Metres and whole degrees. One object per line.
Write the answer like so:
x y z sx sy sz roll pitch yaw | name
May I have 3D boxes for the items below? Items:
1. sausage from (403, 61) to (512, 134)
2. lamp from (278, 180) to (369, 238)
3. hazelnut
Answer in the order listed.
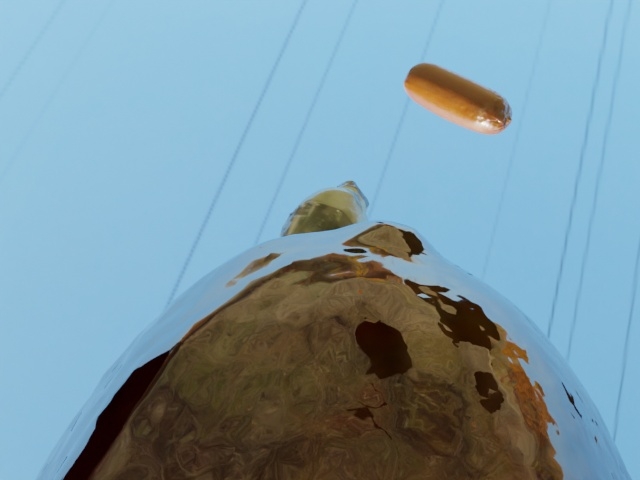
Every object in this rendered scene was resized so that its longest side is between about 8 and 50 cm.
0.212 -0.216 1.773 0.076 0.076 0.197 -39 -133 -24 | sausage
0.000 0.000 1.395 0.101 0.101 0.250 13 -147 18 | lamp
-0.004 0.192 0.637 0.353 0.421 0.421 -3 -133 -17 | hazelnut
